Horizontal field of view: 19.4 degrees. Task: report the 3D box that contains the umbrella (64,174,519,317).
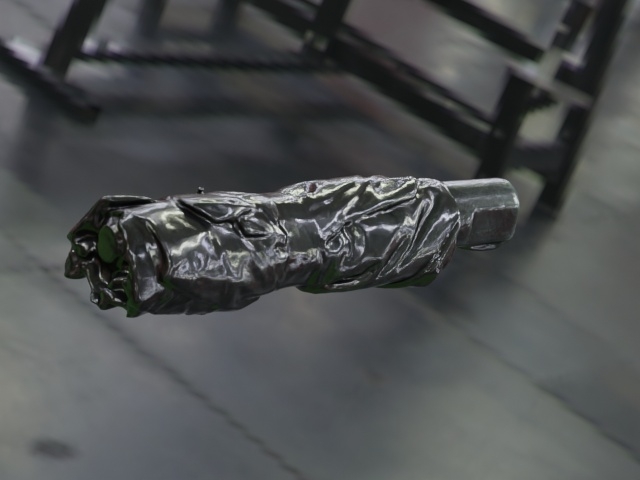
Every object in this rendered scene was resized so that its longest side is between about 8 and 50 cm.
[{"bbox_3d":[0.000,0.000,0.842,0.235,0.059,0.066,-5,31,-37],"label":"umbrella"}]
